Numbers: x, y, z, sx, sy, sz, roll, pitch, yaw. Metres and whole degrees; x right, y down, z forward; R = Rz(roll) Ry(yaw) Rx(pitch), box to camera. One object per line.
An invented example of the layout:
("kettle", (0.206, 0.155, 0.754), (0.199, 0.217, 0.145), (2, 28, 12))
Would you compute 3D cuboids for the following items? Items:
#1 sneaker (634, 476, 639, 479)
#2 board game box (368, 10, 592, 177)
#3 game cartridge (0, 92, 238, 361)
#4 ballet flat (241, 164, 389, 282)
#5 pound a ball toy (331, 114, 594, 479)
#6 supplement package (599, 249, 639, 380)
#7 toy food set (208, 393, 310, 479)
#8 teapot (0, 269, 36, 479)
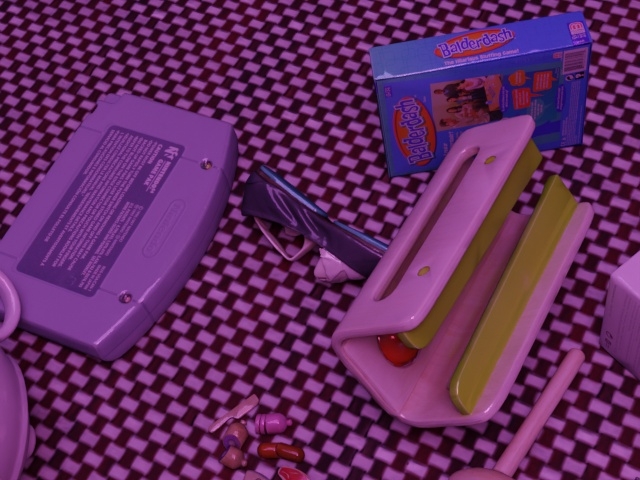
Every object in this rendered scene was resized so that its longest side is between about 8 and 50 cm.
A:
("sneaker", (0.268, 0.232, 0.897), (0.098, 0.038, 0.069), (-3, 55, -3))
("board game box", (0.162, -0.144, 1.081), (0.210, 0.160, 0.047), (-10, 56, 3))
("game cartridge", (-0.214, -0.020, 1.130), (0.196, 0.060, 0.294), (16, 62, 23))
("ballet flat", (0.000, 0.000, 1.078), (0.203, 0.074, 0.074), (33, 68, 20))
("pound a ball toy", (0.138, 0.070, 0.972), (0.135, 0.208, 0.319), (-12, 35, 48))
("supplement package", (0.377, 0.099, 0.903), (0.139, 0.134, 0.244), (-37, 59, -14))
("toy food set", (-0.051, 0.197, 0.981), (0.078, 0.019, 0.122), (-35, 59, -13))
("teapot", (-0.345, 0.167, 0.956), (0.252, 0.187, 0.256), (35, 107, 47))
